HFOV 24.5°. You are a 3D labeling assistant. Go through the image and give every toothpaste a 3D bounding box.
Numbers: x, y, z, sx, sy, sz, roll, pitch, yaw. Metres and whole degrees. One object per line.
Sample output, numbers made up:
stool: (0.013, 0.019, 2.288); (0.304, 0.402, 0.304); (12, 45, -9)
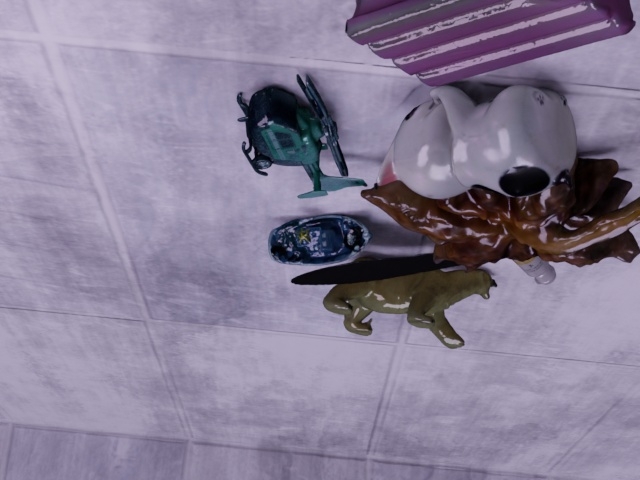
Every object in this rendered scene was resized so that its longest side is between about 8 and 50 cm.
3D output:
toothpaste: (0.220, -0.002, 1.712); (0.048, 0.031, 0.190); (-16, 141, 32)

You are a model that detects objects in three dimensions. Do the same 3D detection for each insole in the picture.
insole: (0.122, 0.027, 1.797); (0.322, 0.007, 0.109); (-10, 165, 8)

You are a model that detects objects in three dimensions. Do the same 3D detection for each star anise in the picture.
star anise: (0.215, -0.031, 1.542); (0.350, 0.108, 0.292); (0, 166, 15)

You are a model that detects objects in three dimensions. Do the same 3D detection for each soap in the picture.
soap: (0.132, -0.187, 1.156); (0.203, 0.065, 0.122); (-12, 155, 42)

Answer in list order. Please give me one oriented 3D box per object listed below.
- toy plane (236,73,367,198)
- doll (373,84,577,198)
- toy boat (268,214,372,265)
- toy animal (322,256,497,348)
toy plane: (-0.023, -0.100, 1.493); (0.096, 0.060, 0.235); (-12, 154, 10)
doll: (0.150, -0.092, 1.381); (0.181, 0.106, 0.110); (1, -177, 34)
toy boat: (0.000, 0.000, 1.767); (0.137, 0.060, 0.061); (-3, 178, 23)
toy animal: (0.117, 0.070, 1.898); (0.219, 0.101, 0.103); (8, 158, 4)
